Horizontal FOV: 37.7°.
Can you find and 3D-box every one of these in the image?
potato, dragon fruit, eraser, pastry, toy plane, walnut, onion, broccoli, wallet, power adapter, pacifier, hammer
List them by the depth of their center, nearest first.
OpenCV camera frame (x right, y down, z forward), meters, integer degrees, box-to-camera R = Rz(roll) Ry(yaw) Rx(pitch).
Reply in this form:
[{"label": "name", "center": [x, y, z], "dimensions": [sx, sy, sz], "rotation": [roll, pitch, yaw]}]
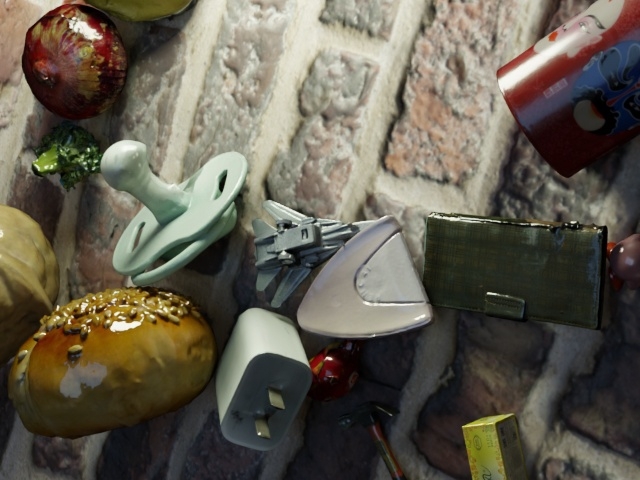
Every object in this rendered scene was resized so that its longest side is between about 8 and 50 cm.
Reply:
[{"label": "wallet", "center": [0.307, 0.045, 1.521], "dimensions": [0.317, 0.044, 0.169], "rotation": [6, 98, 37]}, {"label": "hammer", "center": [0.137, 0.415, 1.645], "dimensions": [0.111, 0.033, 0.287], "rotation": [-35, 73, 27]}, {"label": "eraser", "center": [0.067, 0.095, 1.647], "dimensions": [0.243, 0.059, 0.204], "rotation": [-28, 70, 26]}, {"label": "power adapter", "center": [-0.101, 0.257, 1.657], "dimensions": [0.255, 0.124, 0.187], "rotation": [-119, 50, -67]}, {"label": "dragon fruit", "center": [0.038, 0.213, 1.677], "dimensions": [0.094, 0.094, 0.190], "rotation": [41, 98, 25]}, {"label": "toy plane", "center": [-0.006, -0.003, 1.697], "dimensions": [0.267, 0.088, 0.212], "rotation": [-16, 69, 29]}, {"label": "pacifier", "center": [-0.306, -0.073, 1.770], "dimensions": [0.343, 0.269, 0.288], "rotation": [-33, 31, 25]}, {"label": "pastry", "center": [-0.394, 0.218, 1.774], "dimensions": [0.410, 0.409, 0.245], "rotation": [-12, 94, 30]}, {"label": "potato", "center": [-0.369, -0.569, 1.862], "dimensions": [0.300, 0.196, 0.246], "rotation": [-25, 79, 27]}, {"label": "onion", "center": [-0.512, -0.367, 1.943], "dimensions": [0.246, 0.190, 0.246], "rotation": [15, 116, 33]}, {"label": "walnut", "center": [-0.711, 0.093, 1.944], "dimensions": [0.381, 0.381, 0.381], "rotation": [0, 90, 31]}, {"label": "broccoli", "center": [-0.546, -0.173, 1.986], "dimensions": [0.167, 0.160, 0.154], "rotation": [43, 139, 12]}]

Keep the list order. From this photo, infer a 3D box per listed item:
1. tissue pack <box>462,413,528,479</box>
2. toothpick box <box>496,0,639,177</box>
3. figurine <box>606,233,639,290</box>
[{"label": "tissue pack", "center": [0.288, 0.376, 1.517], "dimensions": [0.062, 0.095, 0.176], "rotation": [-13, 83, 29]}, {"label": "toothpick box", "center": [0.450, -0.262, 1.363], "dimensions": [0.333, 0.204, 0.204], "rotation": [-35, 73, 26]}, {"label": "figurine", "center": [0.473, 0.033, 1.424], "dimensions": [0.071, 0.067, 0.083], "rotation": [-14, 80, 33]}]
